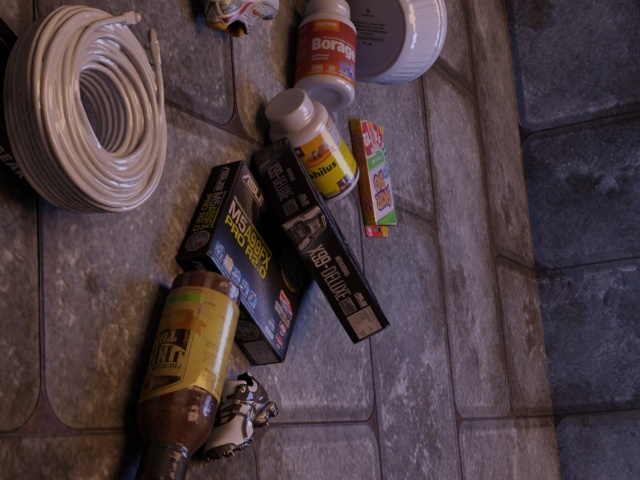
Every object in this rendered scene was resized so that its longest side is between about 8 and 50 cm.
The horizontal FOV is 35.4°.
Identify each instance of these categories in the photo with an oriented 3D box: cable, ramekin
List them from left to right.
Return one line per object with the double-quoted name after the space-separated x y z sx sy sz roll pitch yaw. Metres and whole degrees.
-0.284 -0.158 1.231 0.257 0.089 0.257 -11 93 -66 "cable"
0.118 -0.454 2.098 0.127 0.273 0.273 -25 104 -52 "ramekin"

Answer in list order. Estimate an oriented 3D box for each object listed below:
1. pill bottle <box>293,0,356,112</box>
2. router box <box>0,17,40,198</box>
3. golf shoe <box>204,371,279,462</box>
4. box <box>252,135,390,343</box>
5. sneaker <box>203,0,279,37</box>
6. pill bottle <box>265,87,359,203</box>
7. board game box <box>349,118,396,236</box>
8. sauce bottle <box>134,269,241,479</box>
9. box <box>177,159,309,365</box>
0.011 -0.373 1.993 0.121 0.121 0.216 41 45 -53 "pill bottle"
-0.367 -0.158 1.212 0.179 0.046 0.133 54 36 -44 "router box"
-0.137 0.266 1.523 0.094 0.077 0.198 65 20 -6 "golf shoe"
0.000 0.000 1.771 0.307 0.076 0.242 59 4 -36 "box"
-0.144 -0.401 1.748 0.225 0.088 0.093 -17 117 -64 "sneaker"
-0.019 -0.177 1.863 0.215 0.117 0.117 57 34 -40 "pill bottle"
0.120 -0.137 2.240 0.124 0.039 0.259 -2 86 -64 "board game box"
-0.189 0.204 1.377 0.111 0.111 0.344 54 34 -43 "sauce bottle"
-0.117 0.039 1.646 0.270 0.060 0.216 60 32 -36 "box"
